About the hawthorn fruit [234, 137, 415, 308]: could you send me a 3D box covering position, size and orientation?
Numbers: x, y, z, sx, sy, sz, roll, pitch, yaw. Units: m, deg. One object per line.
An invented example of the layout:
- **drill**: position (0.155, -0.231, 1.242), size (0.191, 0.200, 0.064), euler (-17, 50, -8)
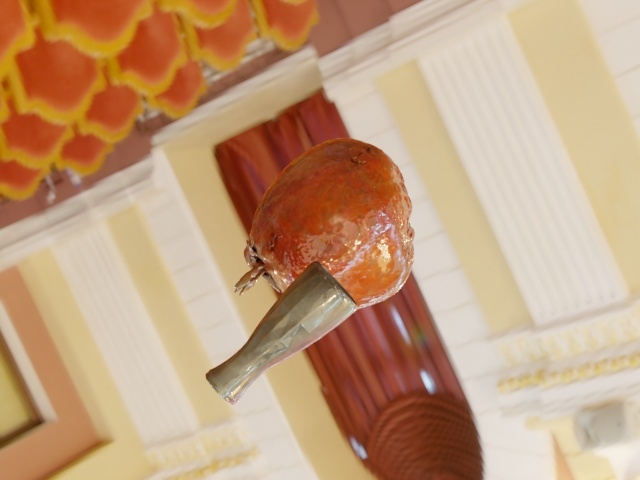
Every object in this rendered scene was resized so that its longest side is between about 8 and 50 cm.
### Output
- **hawthorn fruit**: position (0.000, 0.000, 1.808), size (0.307, 0.276, 0.276), euler (-25, -176, -10)

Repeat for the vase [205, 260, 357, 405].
- **vase**: position (-0.056, 0.128, 1.542), size (0.214, 0.086, 0.086), euler (-42, -177, 2)
